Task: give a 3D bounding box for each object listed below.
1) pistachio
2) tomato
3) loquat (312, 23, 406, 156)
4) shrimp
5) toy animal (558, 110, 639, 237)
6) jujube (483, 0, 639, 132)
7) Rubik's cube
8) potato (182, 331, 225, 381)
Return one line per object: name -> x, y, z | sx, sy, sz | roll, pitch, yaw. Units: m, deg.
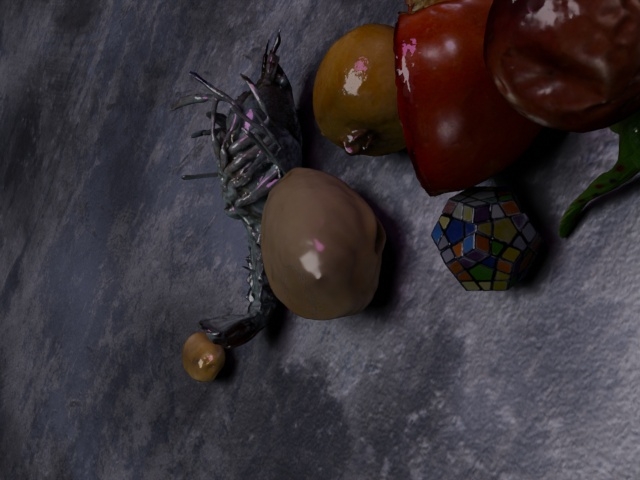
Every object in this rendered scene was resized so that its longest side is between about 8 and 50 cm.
pistachio -> 0.000, 0.000, 1.180 | 0.152, 0.126, 0.223 | -33, 44, 15
tomato -> 0.153, -0.156, 0.980 | 0.139, 0.200, 0.233 | -4, 40, 17
loquat -> 0.060, -0.168, 1.139 | 0.163, 0.137, 0.163 | -29, 51, 43
shrimp -> -0.098, -0.068, 1.320 | 0.221, 0.166, 0.411 | 166, 98, -73
toy animal -> 0.260, -0.084, 0.897 | 0.217, 0.041, 0.075 | -53, 53, 53
jujube -> 0.227, -0.195, 0.820 | 0.168, 0.168, 0.236 | -20, 29, 49
Rubik's cube -> 0.165, -0.002, 0.991 | 0.111, 0.111, 0.093 | 16, 119, 53
potato -> -0.164, 0.166, 1.406 | 0.083, 0.062, 0.068 | -124, 21, -75
